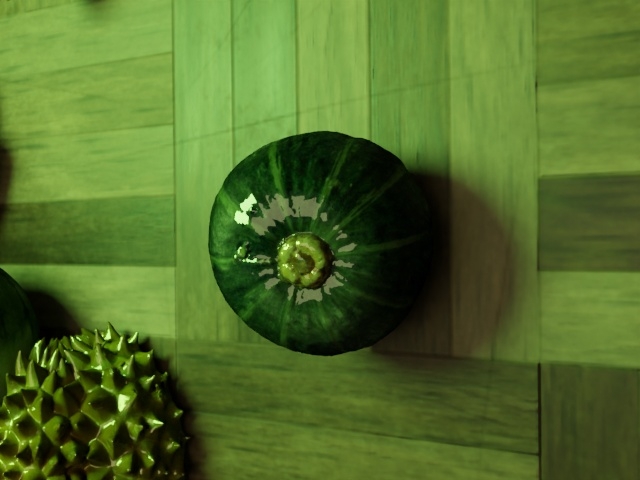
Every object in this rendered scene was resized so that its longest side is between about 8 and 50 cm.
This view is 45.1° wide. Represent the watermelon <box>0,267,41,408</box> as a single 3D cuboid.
[{"bbox_3d":[-0.371,0.096,0.742,0.188,0.188,0.214,-25,88,27],"label":"watermelon"}]

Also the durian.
[{"bbox_3d":[-0.207,0.212,0.703,0.187,0.154,0.260,-12,92,4],"label":"durian"}]

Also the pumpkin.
[{"bbox_3d":[0.000,0.000,0.570,0.167,0.125,0.167,7,115,16],"label":"pumpkin"}]
